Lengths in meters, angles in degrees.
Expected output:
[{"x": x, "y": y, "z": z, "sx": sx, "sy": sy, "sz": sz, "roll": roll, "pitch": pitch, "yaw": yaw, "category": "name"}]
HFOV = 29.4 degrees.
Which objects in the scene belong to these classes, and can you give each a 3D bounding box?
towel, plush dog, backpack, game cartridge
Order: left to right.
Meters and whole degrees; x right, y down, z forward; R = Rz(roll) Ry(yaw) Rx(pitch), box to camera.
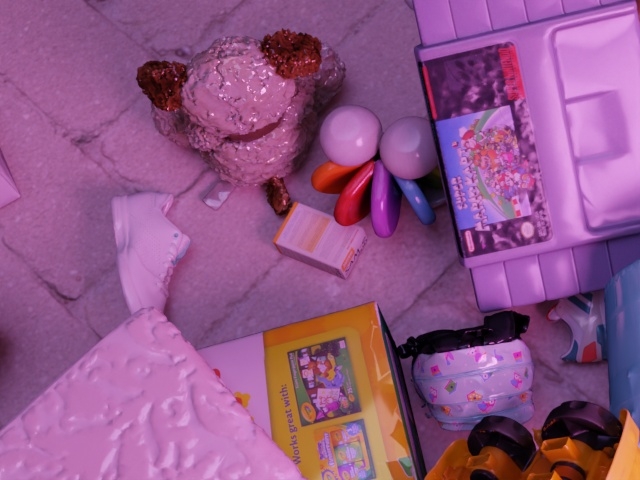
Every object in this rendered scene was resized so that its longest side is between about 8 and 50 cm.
[{"x": -0.193, "y": 0.274, "z": 1.225, "sx": 0.317, "sy": 0.053, "sz": 0.332, "roll": -42, "pitch": 62, "yaw": -6, "category": "towel"}, {"x": -0.096, "y": -0.163, "z": 1.498, "sx": 0.263, "sy": 0.225, "sz": 0.210, "roll": -16, "pitch": 62, "yaw": 7, "category": "plush dog"}, {"x": 0.169, "y": 0.143, "z": 1.302, "sx": 0.152, "sy": 0.182, "sz": 0.115, "roll": -16, "pitch": 87, "yaw": 1, "category": "backpack"}, {"x": 0.235, "y": -0.110, "z": 1.280, "sx": 0.230, "sy": 0.068, "sz": 0.354, "roll": -13, "pitch": 104, "yaw": 3, "category": "game cartridge"}]

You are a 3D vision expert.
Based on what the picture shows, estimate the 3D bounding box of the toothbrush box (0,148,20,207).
[{"x": -0.590, "y": -0.094, "z": 1.652, "sx": 0.296, "sy": 0.126, "sz": 0.216, "roll": -28, "pitch": 61, "yaw": -1, "category": "toothbrush box"}]

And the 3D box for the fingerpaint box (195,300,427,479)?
[{"x": -0.058, "y": 0.334, "z": 1.285, "sx": 0.371, "sy": 0.163, "sz": 0.444, "roll": -16, "pitch": 62, "yaw": 6, "category": "fingerpaint box"}]

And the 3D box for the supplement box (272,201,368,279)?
[{"x": 0.000, "y": 0.000, "z": 1.502, "sx": 0.098, "sy": 0.036, "sz": 0.062, "roll": 22, "pitch": 72, "yaw": 23, "category": "supplement box"}]

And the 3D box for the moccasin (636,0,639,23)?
[{"x": 0.302, "y": -0.221, "z": 1.366, "sx": 0.380, "sy": 0.139, "sz": 0.147, "roll": -40, "pitch": 62, "yaw": 13, "category": "moccasin"}]

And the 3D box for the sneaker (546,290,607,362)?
[{"x": 0.289, "y": 0.061, "z": 1.376, "sx": 0.075, "sy": 0.057, "sz": 0.161, "roll": -10, "pitch": 79, "yaw": 11, "category": "sneaker"}]

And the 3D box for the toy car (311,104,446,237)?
[{"x": 0.074, "y": -0.072, "z": 1.451, "sx": 0.182, "sy": 0.159, "sz": 0.136, "roll": 13, "pitch": 76, "yaw": 19, "category": "toy car"}]

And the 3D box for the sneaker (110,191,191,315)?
[{"x": -0.205, "y": 0.024, "z": 1.527, "sx": 0.094, "sy": 0.080, "sz": 0.212, "roll": -11, "pitch": 61, "yaw": -4, "category": "sneaker"}]

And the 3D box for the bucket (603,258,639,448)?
[{"x": 0.415, "y": 0.120, "z": 1.208, "sx": 0.281, "sy": 0.281, "sz": 0.183, "roll": -8, "pitch": 66, "yaw": 11, "category": "bucket"}]

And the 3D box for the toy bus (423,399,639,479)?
[{"x": 0.228, "y": 0.276, "z": 1.152, "sx": 0.220, "sy": 0.211, "sz": 0.149, "roll": -17, "pitch": 30, "yaw": 43, "category": "toy bus"}]

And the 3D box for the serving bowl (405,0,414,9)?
[{"x": 0.149, "y": -0.346, "z": 1.636, "sx": 0.083, "sy": 0.027, "sz": 0.083, "roll": -6, "pitch": 65, "yaw": 12, "category": "serving bowl"}]
